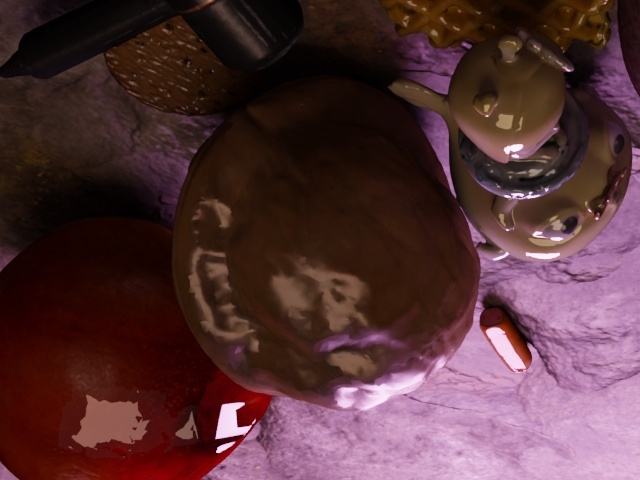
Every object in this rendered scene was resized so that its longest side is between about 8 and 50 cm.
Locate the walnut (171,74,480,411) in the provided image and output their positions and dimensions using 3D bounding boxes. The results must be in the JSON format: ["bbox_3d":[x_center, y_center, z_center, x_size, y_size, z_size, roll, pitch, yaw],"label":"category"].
[{"bbox_3d":[0.010,0.011,1.802,0.383,0.384,0.384,4,144,3],"label":"walnut"}]

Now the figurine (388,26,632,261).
[{"bbox_3d":[0.185,-0.118,1.647,0.274,0.227,0.394,25,174,16],"label":"figurine"}]

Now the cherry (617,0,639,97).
[{"bbox_3d":[0.403,-0.204,1.564,0.213,0.183,0.266,-29,113,35],"label":"cherry"}]

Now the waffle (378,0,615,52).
[{"bbox_3d":[0.165,-0.267,1.592,0.291,0.051,0.291,11,155,5],"label":"waffle"}]

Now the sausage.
[{"bbox_3d":[0.256,0.139,2.182,0.041,0.039,0.131,-18,139,19],"label":"sausage"}]

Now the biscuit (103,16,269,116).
[{"bbox_3d":[-0.150,-0.207,1.783,0.187,0.027,0.188,3,143,2],"label":"biscuit"}]

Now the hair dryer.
[{"bbox_3d":[-0.202,-0.225,1.681,0.352,0.107,0.189,-20,129,31],"label":"hair dryer"}]

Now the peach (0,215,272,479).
[{"bbox_3d":[-0.244,0.157,2.015,0.388,0.388,0.388,4,144,3],"label":"peach"}]
